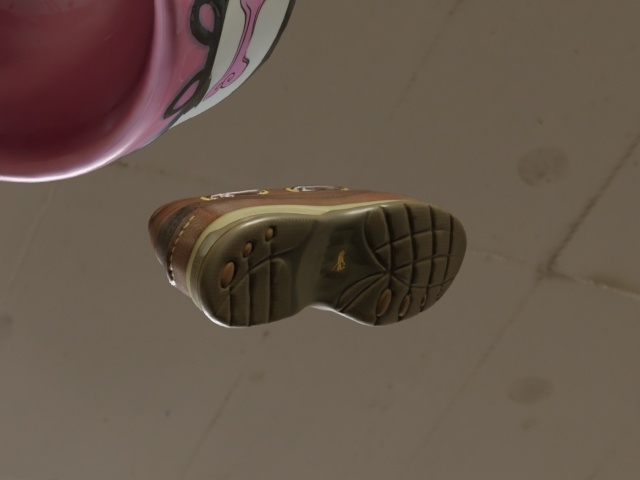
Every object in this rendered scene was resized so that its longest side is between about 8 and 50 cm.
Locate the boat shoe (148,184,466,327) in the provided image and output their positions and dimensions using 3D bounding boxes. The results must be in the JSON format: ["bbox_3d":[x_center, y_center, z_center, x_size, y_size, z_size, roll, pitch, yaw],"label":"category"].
[{"bbox_3d":[0.000,0.000,0.545,0.178,0.060,0.064,1,-66,-46],"label":"boat shoe"}]

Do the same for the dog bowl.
[{"bbox_3d":[-0.224,-0.216,0.814,0.408,0.150,0.408,11,-51,14],"label":"dog bowl"}]
